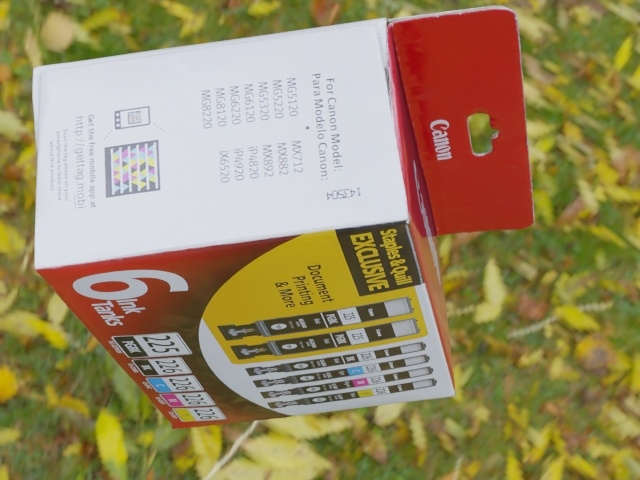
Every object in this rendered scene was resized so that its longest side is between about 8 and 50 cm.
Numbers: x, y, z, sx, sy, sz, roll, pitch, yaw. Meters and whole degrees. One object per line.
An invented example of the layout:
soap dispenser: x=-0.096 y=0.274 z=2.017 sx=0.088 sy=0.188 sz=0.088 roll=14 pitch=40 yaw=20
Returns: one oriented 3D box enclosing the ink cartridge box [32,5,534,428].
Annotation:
ink cartridge box: x=0.000 y=0.000 z=0.992 sx=0.272 sy=0.309 sz=0.130 roll=-8 pitch=67 yaw=7
